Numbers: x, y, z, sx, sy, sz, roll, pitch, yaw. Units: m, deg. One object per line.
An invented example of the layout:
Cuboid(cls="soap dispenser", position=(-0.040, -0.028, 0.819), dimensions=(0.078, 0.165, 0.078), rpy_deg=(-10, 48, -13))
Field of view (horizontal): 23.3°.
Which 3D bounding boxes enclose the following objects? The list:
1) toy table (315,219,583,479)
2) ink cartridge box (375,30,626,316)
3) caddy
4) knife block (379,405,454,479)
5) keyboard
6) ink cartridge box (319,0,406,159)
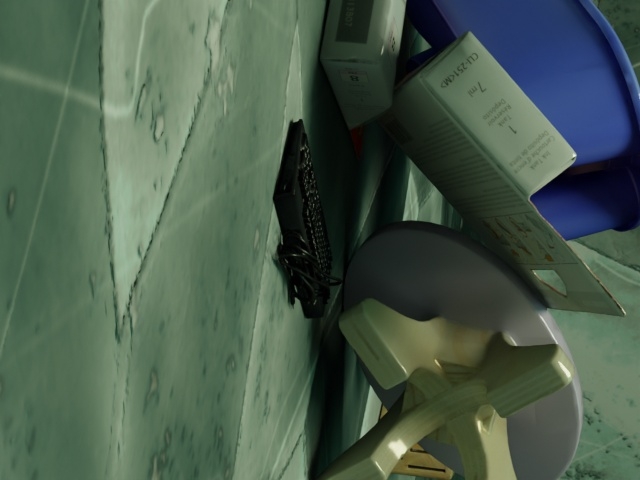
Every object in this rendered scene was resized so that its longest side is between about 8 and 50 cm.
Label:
Cuboid(cls="toy table", position=(0.110, 0.130, 1.334), dimensions=(0.252, 0.274, 0.161), rpy_deg=(-44, -175, 26))
Cuboid(cls="ink cartridge box", position=(0.154, -0.048, 1.283), dimensions=(0.060, 0.239, 0.275), rpy_deg=(-43, -176, -5))
Cuboid(cls="caddy", position=(0.211, -0.148, 1.522), dimensions=(0.241, 0.179, 0.341), rpy_deg=(82, -14, -49))
Cuboid(cls="knife block", position=(0.130, 0.221, 1.817), dimensions=(0.242, 0.088, 0.276), rpy_deg=(84, 15, -45))
Cuboid(cls="keyboard", position=(0.000, 0.000, 1.161), dimensions=(0.192, 0.038, 0.100), rpy_deg=(75, 23, -59))
Cuboid(cls="ink cartridge box", position=(0.054, -0.190, 1.304), dimensions=(0.232, 0.066, 0.189), rpy_deg=(55, 42, -68))
